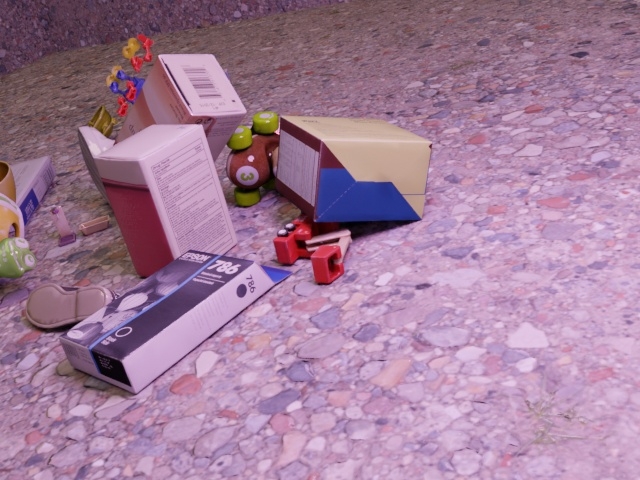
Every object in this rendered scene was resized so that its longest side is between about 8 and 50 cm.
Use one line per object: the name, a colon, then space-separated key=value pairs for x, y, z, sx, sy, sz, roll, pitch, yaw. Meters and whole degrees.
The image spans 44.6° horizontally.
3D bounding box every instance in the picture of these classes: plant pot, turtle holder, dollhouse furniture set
plant pot: x=-0.710 y=-0.095 z=1.678 sx=0.134 sy=0.095 sz=0.134 roll=-9 pitch=40 yaw=8
turtle holder: x=-0.682 y=-0.022 z=1.475 sx=0.320 sy=0.244 sz=0.227 roll=-15 pitch=-4 yaw=43
dollhouse furniture set: x=-0.505 y=-0.056 z=1.628 sx=0.114 sy=0.081 sz=0.091 roll=-20 pitch=26 yaw=-9

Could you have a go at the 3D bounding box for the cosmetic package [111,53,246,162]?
cosmetic package: x=-0.281 y=-0.196 z=1.480 sx=0.129 sy=0.296 sz=0.153 roll=-13 pitch=62 yaw=-43

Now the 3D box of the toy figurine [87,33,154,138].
toy figurine: x=-0.503 y=-0.377 z=2.244 sx=0.363 sy=0.217 sz=0.191 roll=-56 pitch=41 yaw=13

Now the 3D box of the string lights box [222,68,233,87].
string lights box: x=-0.338 y=-0.423 z=2.292 sx=0.133 sy=0.077 sz=0.260 roll=-14 pitch=25 yaw=6

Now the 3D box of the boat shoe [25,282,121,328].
boat shoe: x=-0.401 y=0.111 z=1.281 sx=0.206 sy=0.075 sz=0.065 roll=-5 pitch=-16 yaw=32

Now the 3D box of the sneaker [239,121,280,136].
sneaker: x=-0.103 y=-0.210 z=1.730 sx=0.144 sy=0.090 sz=0.270 roll=5 pitch=-2 yaw=-20

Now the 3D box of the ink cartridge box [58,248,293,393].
ink cartridge box: x=-0.209 y=0.094 z=1.181 sx=0.165 sy=0.065 sz=0.332 roll=8 pitch=33 yaw=41

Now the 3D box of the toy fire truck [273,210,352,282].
toy fire truck: x=0.000 y=0.000 z=1.269 sx=0.135 sy=0.047 sz=0.192 roll=3 pitch=28 yaw=29

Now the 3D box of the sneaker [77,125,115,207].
sneaker: x=-0.405 y=-0.163 z=1.700 sx=0.169 sy=0.108 sz=0.292 roll=-24 pitch=57 yaw=-25

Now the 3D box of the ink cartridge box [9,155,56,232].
ink cartridge box: x=-0.836 y=-0.082 z=1.882 sx=0.330 sy=0.071 sz=0.324 roll=-15 pitch=28 yaw=3

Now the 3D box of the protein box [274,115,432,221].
protein box: x=0.049 y=-0.125 z=1.330 sx=0.199 sy=0.136 sz=0.201 roll=-2 pitch=20 yaw=-22

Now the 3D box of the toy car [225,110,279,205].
toy car: x=-0.073 y=-0.140 z=1.501 sx=0.188 sy=0.155 sz=0.149 roll=22 pitch=42 yaw=34

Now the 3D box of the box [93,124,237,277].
box: x=-0.260 y=-0.066 z=1.333 sx=0.126 sy=0.232 sz=0.148 roll=7 pitch=32 yaw=37
